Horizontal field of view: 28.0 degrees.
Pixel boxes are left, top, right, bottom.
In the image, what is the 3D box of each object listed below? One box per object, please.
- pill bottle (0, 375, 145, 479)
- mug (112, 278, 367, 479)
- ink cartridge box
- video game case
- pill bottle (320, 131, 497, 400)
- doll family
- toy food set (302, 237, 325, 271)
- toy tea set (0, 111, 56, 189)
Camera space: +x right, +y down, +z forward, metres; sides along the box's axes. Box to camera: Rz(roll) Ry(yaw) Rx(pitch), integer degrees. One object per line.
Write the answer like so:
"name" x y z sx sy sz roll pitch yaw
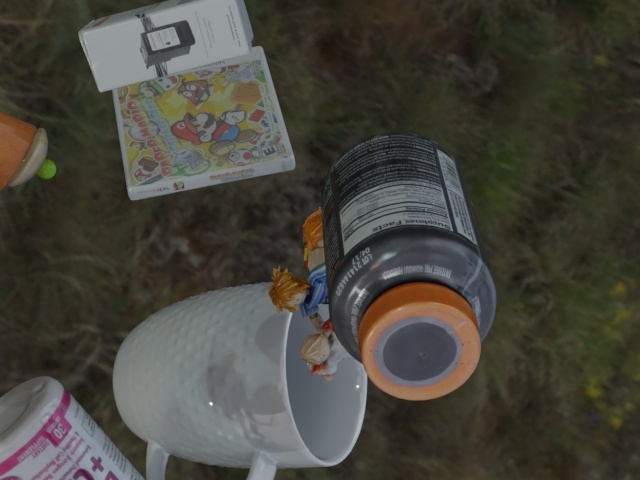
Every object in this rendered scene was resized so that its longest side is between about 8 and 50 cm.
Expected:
"pill bottle" -0.299 0.317 1.563 0.160 0.160 0.283 -46 112 -23
"mug" -0.141 0.246 1.913 0.276 0.328 0.374 51 41 -47
"ink cartridge box" -0.146 -0.197 1.237 0.109 0.151 0.063 -92 167 -74
"video game case" -0.154 -0.154 1.630 0.206 0.227 0.026 -11 138 -5
"pill bottle" 0.068 0.021 1.020 0.245 0.131 0.130 -93 -172 -59
"doll family" 0.031 0.032 1.424 0.163 0.118 0.263 -7 137 -34
"toy food set" 0.000 0.000 1.583 0.083 0.020 0.082 -51 154 -49
"toy tea set" -0.363 0.031 1.254 0.124 0.200 0.336 32 111 -24
